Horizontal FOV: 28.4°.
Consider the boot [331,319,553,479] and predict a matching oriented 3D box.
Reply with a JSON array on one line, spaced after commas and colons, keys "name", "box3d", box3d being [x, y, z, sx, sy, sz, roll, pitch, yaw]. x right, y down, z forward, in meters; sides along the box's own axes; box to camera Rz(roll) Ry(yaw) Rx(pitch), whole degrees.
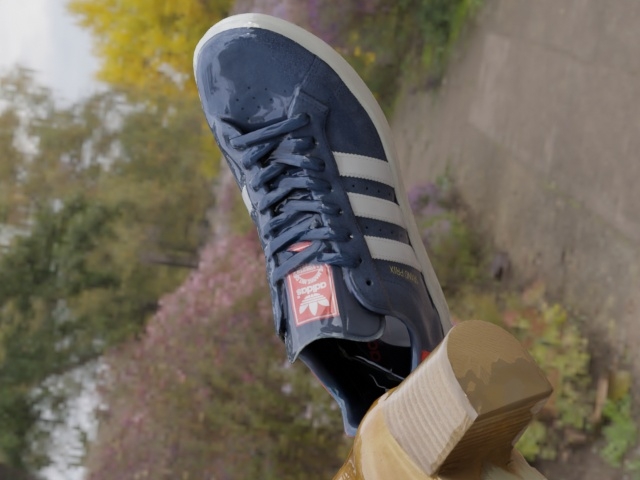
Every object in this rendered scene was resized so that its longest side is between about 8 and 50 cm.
[{"name": "boot", "box3d": [0.095, 0.206, 0.643, 0.295, 0.104, 0.211, 64, 148, 32]}]

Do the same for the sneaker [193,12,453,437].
[{"name": "sneaker", "box3d": [0.000, 0.000, 0.960, 0.350, 0.131, 0.148, 60, -150, -21]}]
